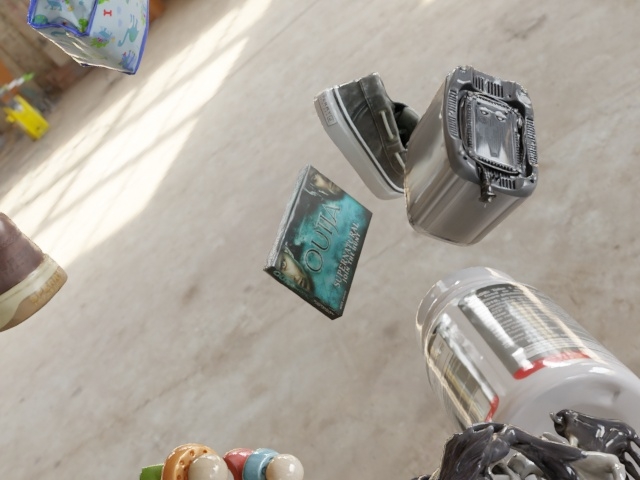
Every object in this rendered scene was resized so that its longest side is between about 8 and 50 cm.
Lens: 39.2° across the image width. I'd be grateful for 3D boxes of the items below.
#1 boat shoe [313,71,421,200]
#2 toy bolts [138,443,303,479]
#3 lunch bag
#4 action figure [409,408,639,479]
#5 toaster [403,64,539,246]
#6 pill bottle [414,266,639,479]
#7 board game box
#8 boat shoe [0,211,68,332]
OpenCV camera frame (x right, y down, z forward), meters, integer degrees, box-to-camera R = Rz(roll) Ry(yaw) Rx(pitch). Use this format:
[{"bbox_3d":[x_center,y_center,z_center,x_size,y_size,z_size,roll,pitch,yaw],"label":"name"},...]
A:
[{"bbox_3d":[0.106,-0.152,1.380,0.119,0.335,0.121,-22,71,16],"label":"boat shoe"},{"bbox_3d":[-0.132,0.407,1.397,0.229,0.218,0.158,-9,-11,-41],"label":"toy bolts"},{"bbox_3d":[-0.247,-0.279,0.999,0.129,0.096,0.151,37,-112,-76],"label":"lunch bag"},{"bbox_3d":[0.144,0.196,0.612,0.141,0.276,0.164,34,113,37],"label":"action figure"},{"bbox_3d":[0.183,-0.094,1.118,0.146,0.129,0.226,124,157,-49],"label":"toaster"},{"bbox_3d":[0.196,0.136,0.889,0.161,0.161,0.283,-41,20,5],"label":"pill bottle"},{"bbox_3d":[0.000,0.000,1.232,0.026,0.126,0.186,-29,34,44],"label":"board game box"},{"bbox_3d":[-0.419,0.044,0.937,0.342,0.123,0.123,-13,30,33],"label":"boat shoe"}]
